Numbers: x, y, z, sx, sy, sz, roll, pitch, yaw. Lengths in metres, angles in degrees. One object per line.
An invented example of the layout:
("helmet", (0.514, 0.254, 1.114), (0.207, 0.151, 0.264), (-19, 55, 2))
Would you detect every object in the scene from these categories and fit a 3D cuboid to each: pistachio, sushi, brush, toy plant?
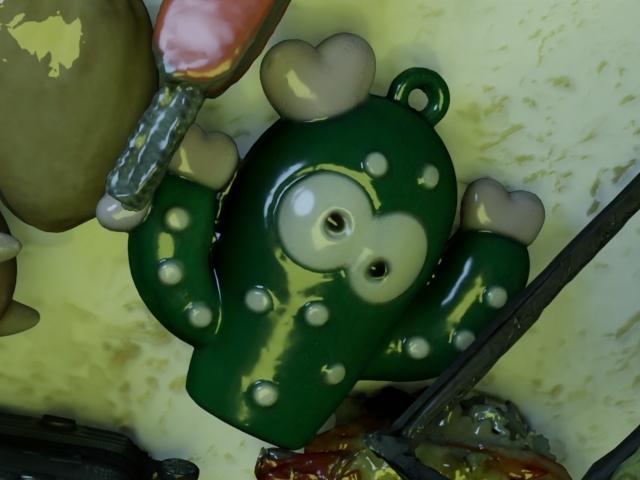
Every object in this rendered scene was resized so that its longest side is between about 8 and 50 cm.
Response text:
("pistachio", (-0.151, -0.087, 0.984), (0.108, 0.126, 0.185), (24, 133, 35))
("sushi", (0.071, 0.145, 1.075), (0.226, 0.103, 0.097), (7, 135, -5))
("brush", (-0.040, -0.163, 0.950), (0.070, 0.051, 0.323), (26, 85, 12))
("toy plant", (0.005, 0.001, 1.009), (0.243, 0.112, 0.232), (-38, 110, -5))

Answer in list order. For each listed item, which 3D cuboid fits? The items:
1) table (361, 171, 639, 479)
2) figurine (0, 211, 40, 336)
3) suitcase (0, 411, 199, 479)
("table", (0.244, 0.089, 0.915), (0.335, 0.272, 0.222), (-44, 105, -7))
("figurine", (-0.280, -0.008, 0.989), (0.173, 0.247, 0.177), (-37, 137, -24))
("suitcase", (-0.245, 0.207, 1.073), (0.312, 0.128, 0.202), (10, 108, -3))
